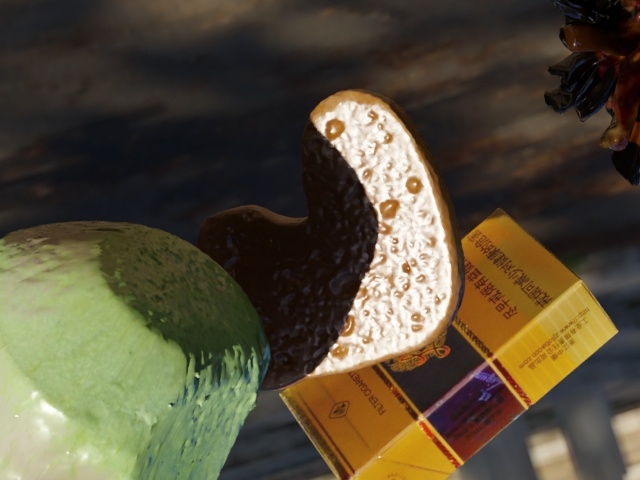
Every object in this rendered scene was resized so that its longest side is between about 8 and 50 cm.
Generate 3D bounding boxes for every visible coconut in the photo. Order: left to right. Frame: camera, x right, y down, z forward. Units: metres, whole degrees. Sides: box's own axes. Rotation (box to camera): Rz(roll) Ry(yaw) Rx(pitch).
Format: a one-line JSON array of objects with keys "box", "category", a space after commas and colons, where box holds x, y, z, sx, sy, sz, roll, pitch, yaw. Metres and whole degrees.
[{"box": [-0.152, 0.101, 1.104, 0.205, 0.236, 0.236, 31, 146, -22], "category": "coconut"}]

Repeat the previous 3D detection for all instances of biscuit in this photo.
[{"box": [0.000, 0.000, 1.273, 0.192, 0.186, 0.036, -17, -172, 19], "category": "biscuit"}]

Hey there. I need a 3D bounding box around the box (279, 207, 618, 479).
[{"box": [0.095, 0.095, 1.441, 0.237, 0.070, 0.152, -42, -149, 0], "category": "box"}]

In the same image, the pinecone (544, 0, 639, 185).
[{"box": [0.354, -0.206, 1.583, 0.398, 0.397, 0.398, -17, 170, -3], "category": "pinecone"}]
